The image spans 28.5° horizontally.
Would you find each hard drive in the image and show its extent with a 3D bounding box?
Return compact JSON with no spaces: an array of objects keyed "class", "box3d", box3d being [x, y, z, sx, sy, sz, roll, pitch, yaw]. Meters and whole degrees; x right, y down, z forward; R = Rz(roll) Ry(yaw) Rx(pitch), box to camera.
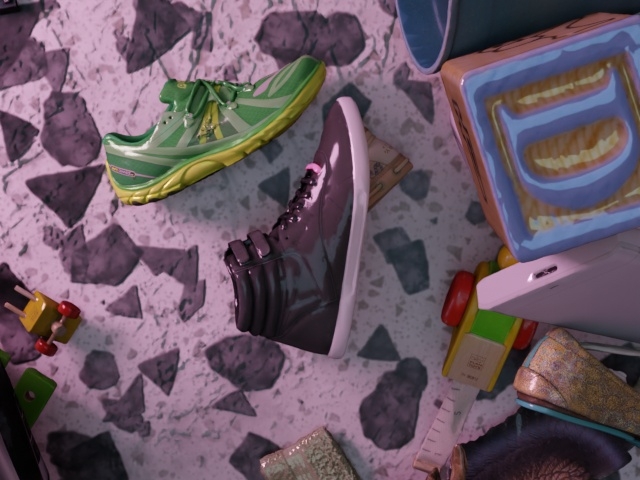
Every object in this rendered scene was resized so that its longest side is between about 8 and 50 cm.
[{"class":"hard drive","box3d":[0.354,0.057,1.387,0.307,0.203,0.040,13,63,-34]}]

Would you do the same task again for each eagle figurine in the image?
[{"class":"eagle figurine","box3d":[0.236,0.333,1.498,0.225,0.298,0.226,54,128,24]}]

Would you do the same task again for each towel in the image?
[{"class":"towel","box3d":[0.000,0.316,1.581,0.110,0.027,0.148,-29,94,5]}]

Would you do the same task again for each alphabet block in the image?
[{"class":"alphabet block","box3d":[0.240,-0.109,1.252,0.192,0.197,0.193,-16,101,4]}]

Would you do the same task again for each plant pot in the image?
[{"class":"plant pot","box3d":[0.229,-0.329,1.393,0.255,0.271,0.272,-6,96,-9]}]

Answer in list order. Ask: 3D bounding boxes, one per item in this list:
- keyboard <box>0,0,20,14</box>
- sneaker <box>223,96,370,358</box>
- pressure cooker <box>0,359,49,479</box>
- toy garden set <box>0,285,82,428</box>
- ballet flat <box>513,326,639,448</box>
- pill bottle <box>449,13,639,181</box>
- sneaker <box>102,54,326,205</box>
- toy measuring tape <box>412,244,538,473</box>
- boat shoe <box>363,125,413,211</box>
[{"class":"keyboard","box3d":[-0.460,-0.289,1.537,0.180,0.023,0.108,-9,96,4]},{"class":"sneaker","box3d":[-0.030,-0.019,1.406,0.147,0.104,0.296,6,93,-10]},{"class":"pressure cooker","box3d":[-0.501,0.303,1.402,0.375,0.370,0.420,-18,102,23]},{"class":"toy garden set","box3d":[-0.431,0.118,1.571,0.244,0.049,0.204,32,99,0]},{"class":"ballet flat","box3d":[0.381,0.194,1.469,0.348,0.123,0.123,25,97,-23]},{"class":"pill bottle","box3d":[0.322,-0.141,1.438,0.323,0.181,0.181,-25,95,5]},{"class":"sneaker","box3d":[-0.129,-0.147,1.494,0.295,0.109,0.123,-28,98,6]},{"class":"toy measuring tape","box3d":[0.186,0.134,1.533,0.121,0.121,0.330,19,119,0]},{"class":"boat shoe","box3d":[0.000,0.000,1.507,0.089,0.104,0.285,33,96,1]}]
